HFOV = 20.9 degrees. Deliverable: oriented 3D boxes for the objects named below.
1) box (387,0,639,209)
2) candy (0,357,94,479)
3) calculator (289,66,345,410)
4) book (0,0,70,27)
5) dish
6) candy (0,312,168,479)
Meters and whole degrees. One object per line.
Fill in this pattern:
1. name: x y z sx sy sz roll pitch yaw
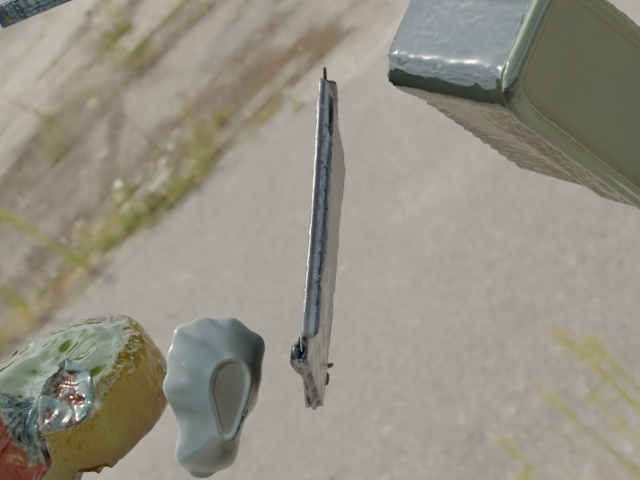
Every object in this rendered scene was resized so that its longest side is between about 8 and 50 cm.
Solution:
1. box: 0.205 -0.130 1.510 0.178 0.274 0.138 15 78 49
2. candy: -0.278 0.191 1.337 0.292 0.059 0.086 -43 56 15
3. calculator: -0.001 0.000 1.533 0.165 0.028 0.274 82 -168 -65
4. book: -0.157 -0.387 2.002 0.428 0.039 0.300 -16 29 31
5. dish: -0.083 0.133 1.445 0.039 0.091 0.137 5 88 60
6. candy: -0.286 0.186 1.922 0.260 0.118 0.260 -23 25 11
